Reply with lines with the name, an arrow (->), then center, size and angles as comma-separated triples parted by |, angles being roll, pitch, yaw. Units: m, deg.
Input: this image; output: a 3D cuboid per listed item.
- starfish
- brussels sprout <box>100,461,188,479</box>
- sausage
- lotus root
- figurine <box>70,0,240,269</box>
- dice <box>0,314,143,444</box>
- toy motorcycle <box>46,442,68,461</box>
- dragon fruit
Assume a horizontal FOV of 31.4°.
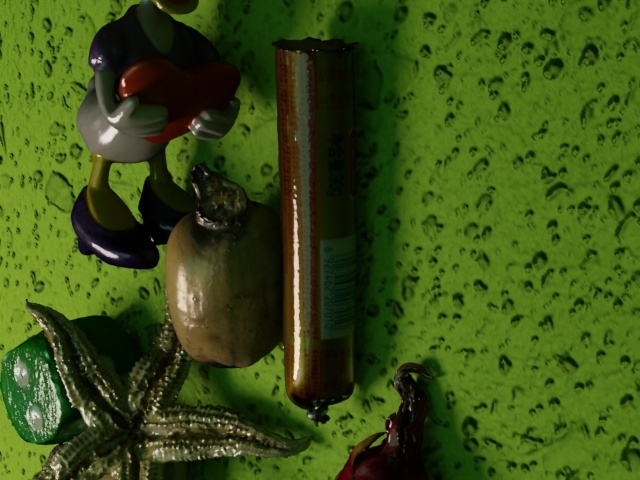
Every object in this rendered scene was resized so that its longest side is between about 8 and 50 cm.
starfish -> -0.218, 0.201, 1.203 | 0.358, 0.078, 0.347 | -29, 72, -3
brussels sprout -> -0.217, 0.270, 1.293 | 0.155, 0.117, 0.155 | -2, 82, 18
sausage -> 0.000, 0.000, 1.061 | 0.082, 0.082, 0.371 | 11, 108, 41
lotus root -> -0.089, 0.029, 1.111 | 0.118, 0.125, 0.220 | 23, 123, 38
figurine -> -0.168, -0.176, 1.127 | 0.193, 0.154, 0.420 | 44, 131, 45
dice -> -0.287, 0.164, 1.323 | 0.131, 0.128, 0.120 | -34, 75, 43
toy motorcycle -> -0.334, 0.384, 1.436 | 0.173, 0.108, 0.307 | 51, 131, 15
dragon fruit -> 0.065, 0.207, 1.044 | 0.094, 0.094, 0.190 | 29, 107, 34
